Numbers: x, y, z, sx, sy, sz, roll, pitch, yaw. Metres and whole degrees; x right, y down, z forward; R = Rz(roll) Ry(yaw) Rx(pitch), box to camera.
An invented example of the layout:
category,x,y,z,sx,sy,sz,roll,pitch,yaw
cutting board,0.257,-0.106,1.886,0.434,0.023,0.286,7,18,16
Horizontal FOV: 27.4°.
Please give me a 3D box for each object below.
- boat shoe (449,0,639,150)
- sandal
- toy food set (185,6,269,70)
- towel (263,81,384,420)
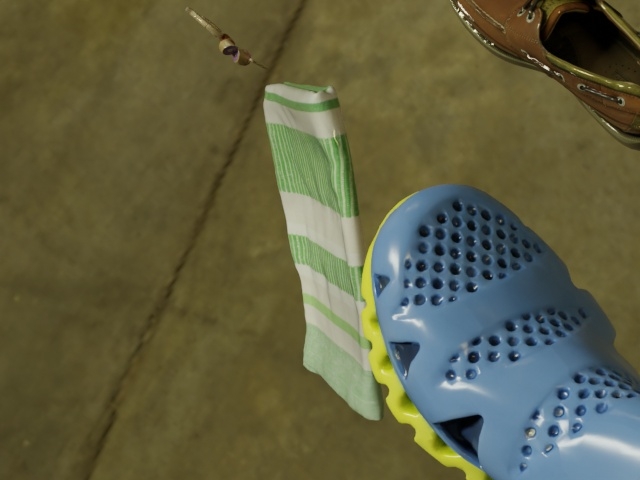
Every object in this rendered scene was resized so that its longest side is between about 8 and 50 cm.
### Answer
category,x,y,z,sx,sy,sz,roll,pitch,yaw
boat shoe,0.248,-0.221,1.335,0.307,0.104,0.111,40,84,26
sandal,0.137,0.102,0.618,0.126,0.138,0.317,-31,80,-25
toy food set,-0.126,-0.262,1.748,0.122,0.078,0.019,41,99,19
towel,0.000,0.000,1.355,0.038,0.325,0.248,-10,10,-14
